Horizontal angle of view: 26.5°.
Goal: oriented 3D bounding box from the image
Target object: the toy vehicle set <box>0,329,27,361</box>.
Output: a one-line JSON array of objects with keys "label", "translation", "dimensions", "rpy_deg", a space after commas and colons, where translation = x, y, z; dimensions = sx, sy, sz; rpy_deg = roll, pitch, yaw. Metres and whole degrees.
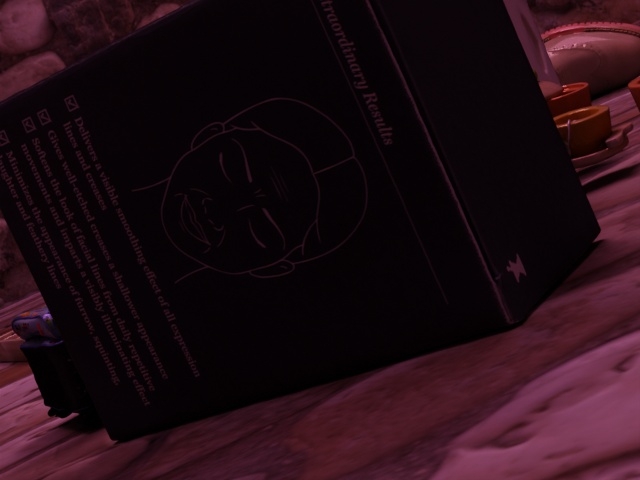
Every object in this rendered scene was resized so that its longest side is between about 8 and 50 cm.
[{"label": "toy vehicle set", "translation": [-0.412, 0.137, 2.125], "dimensions": [0.166, 0.035, 0.267], "rpy_deg": [-27, 7, -26]}]

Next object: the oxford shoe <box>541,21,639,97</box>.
[{"label": "oxford shoe", "translation": [0.348, -0.235, 2.187], "dimensions": [0.397, 0.140, 0.146], "rpy_deg": [-16, 40, 23]}]

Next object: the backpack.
[{"label": "backpack", "translation": [-0.187, 0.092, 1.298], "dimensions": [0.173, 0.117, 0.158], "rpy_deg": [-24, 6, -23]}]

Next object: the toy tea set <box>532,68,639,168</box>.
[{"label": "toy tea set", "translation": [0.315, -0.160, 1.340], "dimensions": [0.336, 0.124, 0.200], "rpy_deg": [-9, 15, 39]}]

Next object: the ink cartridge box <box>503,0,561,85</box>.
[{"label": "ink cartridge box", "translation": [0.101, -0.187, 1.801], "dimensions": [0.384, 0.279, 0.160], "rpy_deg": [-21, 7, 26]}]

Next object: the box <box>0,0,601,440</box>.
[{"label": "box", "translation": [-0.033, -0.049, 1.079], "dimensions": [0.395, 0.294, 0.212], "rpy_deg": [-19, 8, 34]}]
